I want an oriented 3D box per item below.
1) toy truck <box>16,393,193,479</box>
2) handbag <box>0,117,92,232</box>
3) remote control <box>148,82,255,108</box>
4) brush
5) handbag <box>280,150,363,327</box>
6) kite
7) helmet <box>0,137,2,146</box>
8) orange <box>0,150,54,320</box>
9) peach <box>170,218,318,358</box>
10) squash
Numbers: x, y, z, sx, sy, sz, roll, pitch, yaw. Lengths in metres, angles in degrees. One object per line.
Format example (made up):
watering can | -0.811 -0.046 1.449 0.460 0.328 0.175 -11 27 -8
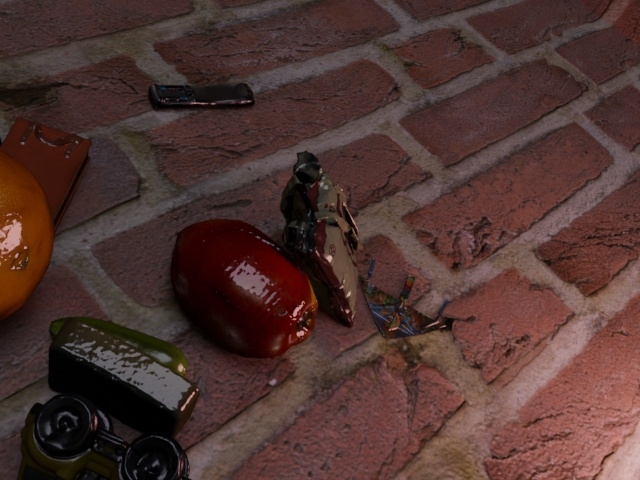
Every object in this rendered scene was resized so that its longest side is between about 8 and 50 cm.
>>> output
toy truck | -0.264 0.291 0.860 0.224 0.147 0.165 25 69 2
handbag | -0.456 -0.103 1.152 0.127 0.063 0.190 18 50 -8
remote control | -0.230 -0.285 1.421 0.212 0.028 0.059 -9 55 -29
brush | -0.261 0.189 0.946 0.197 0.123 0.059 27 51 1
handbag | 0.000 0.000 1.169 0.127 0.235 0.213 -14 54 10
kite | 0.139 0.113 1.259 0.183 0.010 0.160 30 46 2
helmet | -0.628 -0.185 1.078 0.279 0.160 0.230 -9 55 -28
orange | -0.474 -0.006 0.927 0.261 0.261 0.261 12 49 -14
peach | -0.134 0.057 1.091 0.267 0.154 0.159 46 51 16
squash | -0.282 0.153 1.010 0.201 0.066 0.066 19 47 0
